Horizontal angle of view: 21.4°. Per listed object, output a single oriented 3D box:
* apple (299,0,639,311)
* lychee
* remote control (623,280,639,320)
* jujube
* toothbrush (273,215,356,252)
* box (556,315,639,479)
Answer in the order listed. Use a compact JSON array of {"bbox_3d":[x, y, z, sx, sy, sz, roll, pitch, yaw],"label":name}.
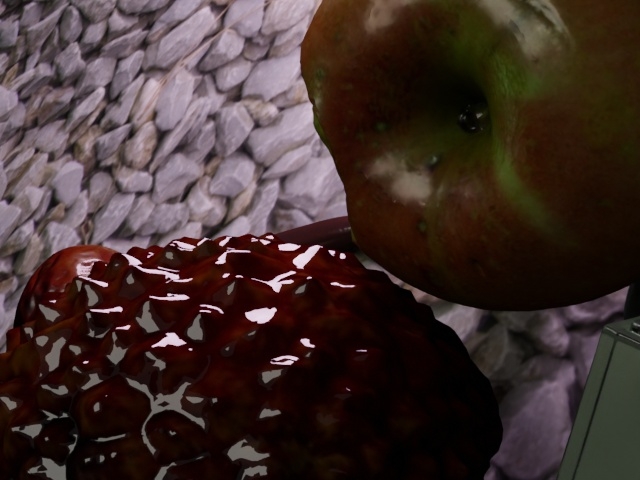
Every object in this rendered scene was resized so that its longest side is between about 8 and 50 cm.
[{"bbox_3d":[0.164,-0.109,1.317,0.339,0.339,0.340,-27,43,29],"label":"apple"},{"bbox_3d":[-0.042,0.208,1.336,0.424,0.499,0.425,-160,90,-87],"label":"lychee"},{"bbox_3d":[0.308,0.019,1.311,0.222,0.042,0.072,-37,32,59],"label":"remote control"},{"bbox_3d":[-0.259,0.124,1.832,0.168,0.168,0.236,-13,57,40],"label":"jujube"},{"bbox_3d":[-0.001,0.000,1.757,0.364,0.041,0.041,-16,50,38],"label":"toothbrush"},{"bbox_3d":[0.315,0.129,1.092,0.225,0.225,0.117,25,109,33],"label":"box"}]
